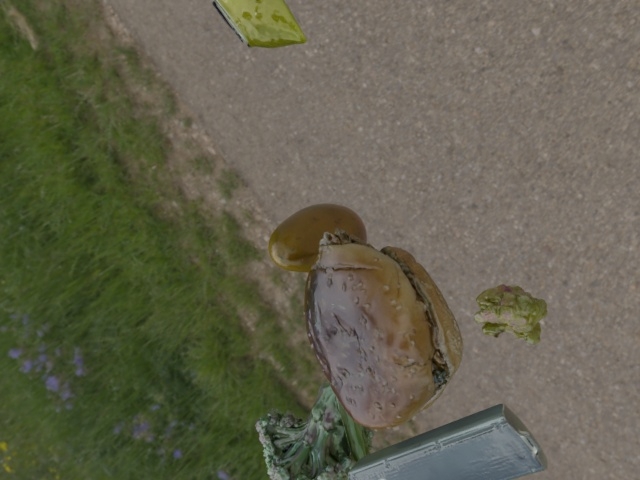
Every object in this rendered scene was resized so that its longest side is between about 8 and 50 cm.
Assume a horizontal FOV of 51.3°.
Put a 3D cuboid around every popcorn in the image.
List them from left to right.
[{"bbox_3d":[0.297,0.112,1.037,0.109,0.089,0.097,17,176,-16],"label":"popcorn"}]

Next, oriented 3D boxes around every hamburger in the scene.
[{"bbox_3d":[0.078,0.117,0.925,0.243,0.146,0.286,-4,96,59],"label":"hamburger"}]

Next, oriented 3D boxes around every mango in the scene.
[{"bbox_3d":[0.000,0.000,1.200,0.138,0.253,0.113,39,120,18],"label":"mango"}]

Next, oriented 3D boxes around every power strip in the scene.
[{"bbox_3d":[0.104,0.213,0.623,0.060,0.027,0.252,52,133,0],"label":"power strip"}]

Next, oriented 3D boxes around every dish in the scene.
[{"bbox_3d":[-0.105,-0.340,0.961,0.208,0.080,0.149,53,-178,18],"label":"dish"}]

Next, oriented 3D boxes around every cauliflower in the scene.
[{"bbox_3d":[0.014,0.381,1.321,0.239,0.256,0.315,23,101,53],"label":"cauliflower"}]
